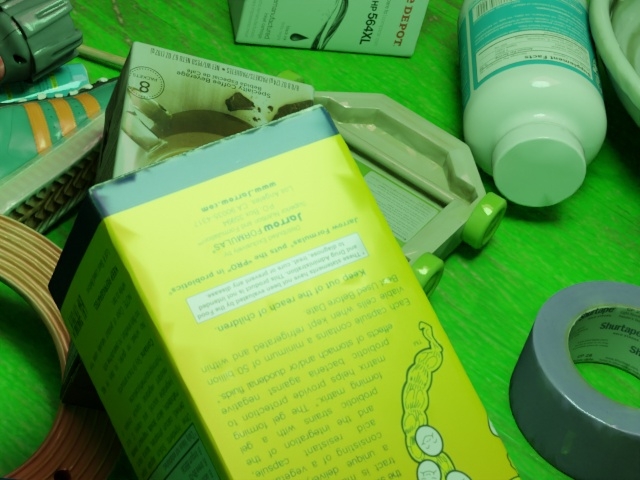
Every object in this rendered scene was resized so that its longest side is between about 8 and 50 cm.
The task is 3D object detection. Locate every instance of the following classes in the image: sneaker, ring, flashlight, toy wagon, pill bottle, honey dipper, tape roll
[{"bbox_3d":[-0.254,-0.096,1.637,0.121,0.108,0.302,37,47,15],"label":"sneaker"},{"bbox_3d":[-0.317,0.109,1.417,0.337,0.032,0.336,11,54,-15],"label":"ring"},{"bbox_3d":[-0.360,-0.141,1.609,0.304,0.103,0.103,-32,44,-23],"label":"flashlight"},{"bbox_3d":[0.004,-0.030,1.679,0.267,0.068,0.344,33,46,17],"label":"toy wagon"},{"bbox_3d":[0.217,-0.155,1.820,0.146,0.146,0.264,10,43,-7],"label":"pill bottle"},{"bbox_3d":[-0.194,-0.180,1.808,0.161,0.030,0.030,17,42,7],"label":"honey dipper"},{"bbox_3d":[0.270,0.130,1.584,0.189,0.080,0.189,8,43,-8],"label":"tape roll"}]

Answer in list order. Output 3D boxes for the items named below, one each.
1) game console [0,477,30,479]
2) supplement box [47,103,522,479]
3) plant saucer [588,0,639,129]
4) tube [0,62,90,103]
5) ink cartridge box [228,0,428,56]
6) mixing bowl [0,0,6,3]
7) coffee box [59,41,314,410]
[{"bbox_3d":[-0.254,0.302,1.178,0.293,0.250,0.173,7,16,-11],"label":"game console"},{"bbox_3d":[-0.023,0.120,1.251,0.195,0.194,0.356,-21,76,-24],"label":"supplement box"},{"bbox_3d":[0.447,-0.143,1.886,0.400,0.100,0.400,17,41,-16],"label":"plant saucer"},{"bbox_3d":[-0.327,-0.132,1.704,0.207,0.052,0.080,-11,42,-19],"label":"tube"},{"bbox_3d":[0.015,-0.285,1.892,0.203,0.148,0.086,3,43,-14],"label":"ink cartridge box"},{"bbox_3d":[-0.372,-0.232,1.737,0.181,0.098,0.181,4,29,-2],"label":"mixing bowl"},{"bbox_3d":[-0.107,-0.001,1.473,0.168,0.119,0.297,13,57,-14],"label":"coffee box"}]
